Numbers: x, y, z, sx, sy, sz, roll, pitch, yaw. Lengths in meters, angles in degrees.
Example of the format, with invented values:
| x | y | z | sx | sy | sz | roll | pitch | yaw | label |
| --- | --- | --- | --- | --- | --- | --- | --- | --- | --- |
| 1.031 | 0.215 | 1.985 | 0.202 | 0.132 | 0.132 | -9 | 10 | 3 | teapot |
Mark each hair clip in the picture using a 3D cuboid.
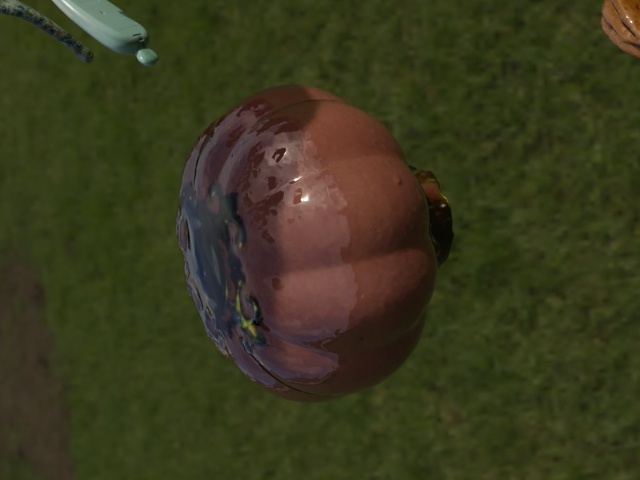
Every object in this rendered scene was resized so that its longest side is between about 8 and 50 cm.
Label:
| x | y | z | sx | sy | sz | roll | pitch | yaw | label |
| --- | --- | --- | --- | --- | --- | --- | --- | --- | --- |
| -0.370 | -0.270 | 1.943 | 0.036 | 0.229 | 0.066 | -62 | 25 | 12 | hair clip |

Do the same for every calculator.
| x | y | z | sx | sy | sz | roll | pitch | yaw | label |
| --- | --- | --- | --- | --- | --- | --- | --- | --- | --- |
| -0.242 | -0.246 | 1.843 | 0.153 | 0.095 | 0.021 | 36 | 111 | 8 | calculator |

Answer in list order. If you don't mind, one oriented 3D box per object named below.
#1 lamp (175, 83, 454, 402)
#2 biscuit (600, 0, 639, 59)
| x | y | z | sx | sy | sz | roll | pitch | yaw | label |
| --- | --- | --- | --- | --- | --- | --- | --- | --- | --- |
| 0.000 | 0.000 | 1.542 | 0.305 | 0.239 | 0.305 | 36 | 132 | 52 | lamp |
| 0.173 | -0.157 | 0.936 | 0.192 | 0.186 | 0.036 | 62 | 145 | 35 | biscuit |
